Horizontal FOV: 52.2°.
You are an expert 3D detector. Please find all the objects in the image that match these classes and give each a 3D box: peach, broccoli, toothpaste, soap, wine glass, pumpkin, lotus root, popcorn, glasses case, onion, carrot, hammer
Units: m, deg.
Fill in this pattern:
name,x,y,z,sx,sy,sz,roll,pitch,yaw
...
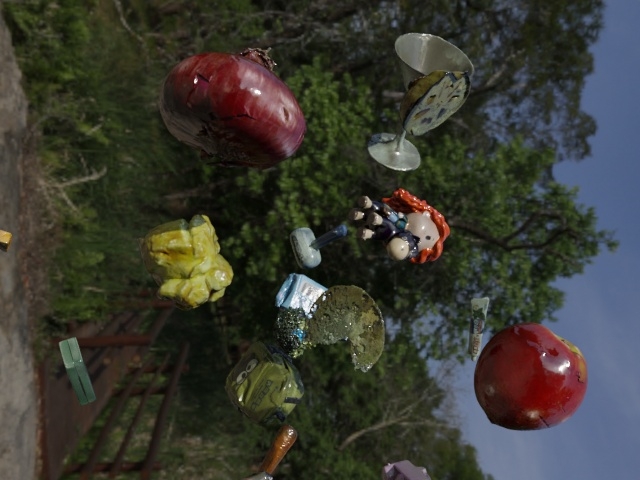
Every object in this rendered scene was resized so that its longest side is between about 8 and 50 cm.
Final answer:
name,x,y,z,sx,sy,sz,roll,pitch,yaw
peach,0.357,0.243,1.130,0.197,0.198,0.197,-179,-90,-83
broccoli,-0.062,0.268,1.947,0.154,0.160,0.167,1,-73,66
toothpaste,0.504,0.288,2.108,0.038,0.060,0.233,-94,-176,-68
soap,-0.014,0.239,2.362,0.156,0.293,0.077,-62,-172,-25
wine glass,0.305,-0.441,2.169,0.267,0.267,0.406,-96,-160,-44
pumpkin,-0.916,-0.003,1.839,0.074,0.083,0.053,-41,-152,59
lotus root,0.269,-0.354,1.601,0.078,0.204,0.183,53,7,24
popcorn,-0.380,0.067,1.856,0.276,0.226,0.276,157,-90,-85
glasses case,-0.563,0.306,1.517,0.077,0.040,0.184,57,-26,34
onion,-0.192,-0.320,1.495,0.347,0.348,0.285,117,-7,-74
carrot,-0.123,0.594,1.839,0.161,0.055,0.055,-55,175,-20
hammer,0.000,0.000,1.762,0.194,0.070,0.116,-28,-105,41

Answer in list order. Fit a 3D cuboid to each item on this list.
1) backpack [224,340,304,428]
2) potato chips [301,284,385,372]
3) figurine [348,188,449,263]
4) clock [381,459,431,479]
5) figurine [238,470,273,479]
name,x,y,z,sx,sy,sz,roll,pitch,yaw
backpack,-0.148,0.408,1.816,0.207,0.140,0.253,-55,-147,-2
potato chips,0.064,0.217,1.613,0.202,0.220,0.029,-51,157,-2
figurine,0.283,-0.042,2.340,0.412,0.306,0.241,-7,126,-60
clock,0.295,0.847,1.961,0.295,0.114,0.322,160,-83,-79
figurine,-0.178,0.578,1.410,0.196,0.114,0.108,-28,95,-58
